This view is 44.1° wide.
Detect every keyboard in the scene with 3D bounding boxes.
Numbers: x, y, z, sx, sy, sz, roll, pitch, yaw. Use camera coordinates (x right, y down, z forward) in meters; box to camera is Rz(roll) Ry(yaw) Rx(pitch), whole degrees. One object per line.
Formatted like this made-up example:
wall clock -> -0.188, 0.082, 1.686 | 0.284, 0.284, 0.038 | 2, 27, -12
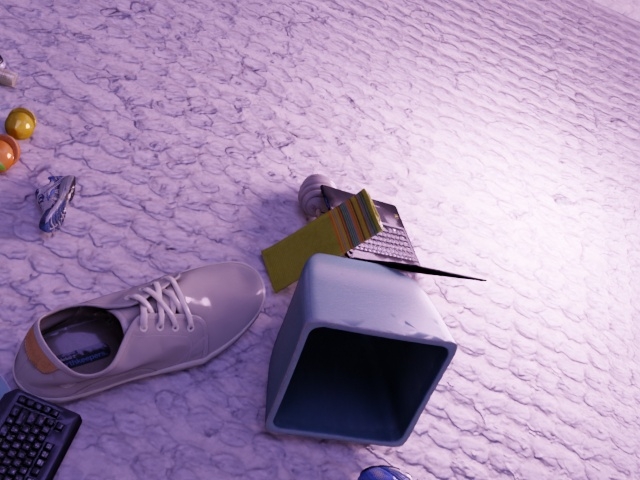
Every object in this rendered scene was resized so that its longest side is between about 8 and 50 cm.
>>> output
keyboard -> -0.416, 0.373, 1.079 | 0.201, 0.033, 0.317 | 27, 53, -9

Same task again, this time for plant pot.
plant pot -> 0.045, 0.160, 1.330 | 0.247, 0.248, 0.252 | 10, 34, -16

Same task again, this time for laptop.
laptop -> 0.157, -0.014, 1.522 | 0.234, 0.136, 0.264 | 13, 48, -45

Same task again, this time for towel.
towel -> 0.000, 0.000, 1.454 | 0.021, 0.237, 0.102 | 44, 20, -49

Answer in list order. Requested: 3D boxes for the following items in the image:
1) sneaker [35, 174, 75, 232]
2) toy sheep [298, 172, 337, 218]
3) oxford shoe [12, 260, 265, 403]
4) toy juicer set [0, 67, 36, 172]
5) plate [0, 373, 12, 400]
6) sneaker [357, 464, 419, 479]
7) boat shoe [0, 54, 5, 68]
sneaker -> -0.480, -0.066, 1.401 | 0.058, 0.052, 0.135 | 10, 43, -3
toy sheep -> -0.002, -0.086, 1.593 | 0.091, 0.091, 0.132 | 13, 32, -14
oxford shoe -> -0.270, 0.131, 1.282 | 0.449, 0.130, 0.169 | -19, 62, -35
toy juicer set -> -0.633, -0.260, 1.452 | 0.209, 0.089, 0.329 | 0, 54, -23
plate -> -0.525, 0.251, 1.112 | 0.188, 0.024, 0.188 | 20, 58, -36
sneaker -> 0.122, 0.494, 1.169 | 0.147, 0.130, 0.330 | -5, 57, -29
boat shoe -> -0.682, -0.390, 1.563 | 0.142, 0.040, 0.049 | 39, 49, 9
